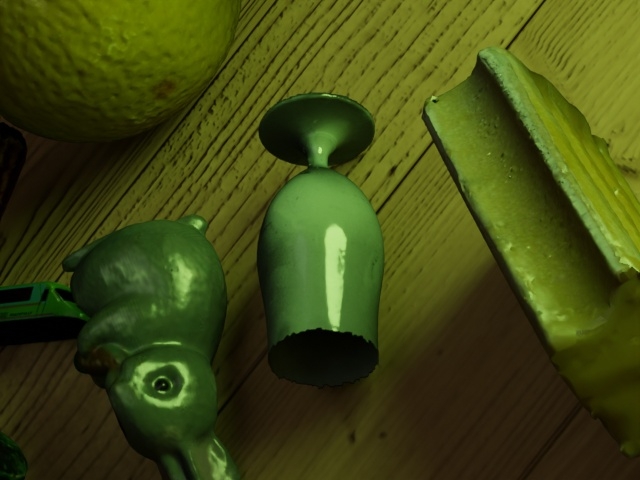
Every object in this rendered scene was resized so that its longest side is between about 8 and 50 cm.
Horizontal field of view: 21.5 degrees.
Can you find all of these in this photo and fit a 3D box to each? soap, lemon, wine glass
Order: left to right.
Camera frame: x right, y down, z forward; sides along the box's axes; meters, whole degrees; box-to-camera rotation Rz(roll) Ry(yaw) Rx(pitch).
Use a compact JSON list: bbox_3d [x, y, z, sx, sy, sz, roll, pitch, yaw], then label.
[{"bbox_3d":[-0.180,-0.196,1.364,0.253,0.228,0.228,-13,57,32],"label":"lemon"},{"bbox_3d":[0.000,0.000,1.193,0.093,0.093,0.202,-22,53,28],"label":"wine glass"},{"bbox_3d":[0.164,0.015,0.999,0.080,0.160,0.257,-39,45,17],"label":"soap"}]

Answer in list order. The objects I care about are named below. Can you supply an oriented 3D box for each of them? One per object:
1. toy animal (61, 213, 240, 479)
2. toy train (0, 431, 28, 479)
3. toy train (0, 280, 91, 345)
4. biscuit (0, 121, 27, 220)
[{"bbox_3d":[-0.114,0.089,1.221,0.138,0.108,0.236,-36,47,16],"label":"toy animal"},{"bbox_3d":[-0.380,0.281,1.236,0.442,0.179,0.272,-54,51,9],"label":"toy train"},{"bbox_3d":[-0.257,0.059,1.402,0.209,0.044,0.042,-7,60,36],"label":"toy train"},{"bbox_3d":[-0.362,0.065,1.402,0.107,0.073,0.388,26,95,38],"label":"biscuit"}]
